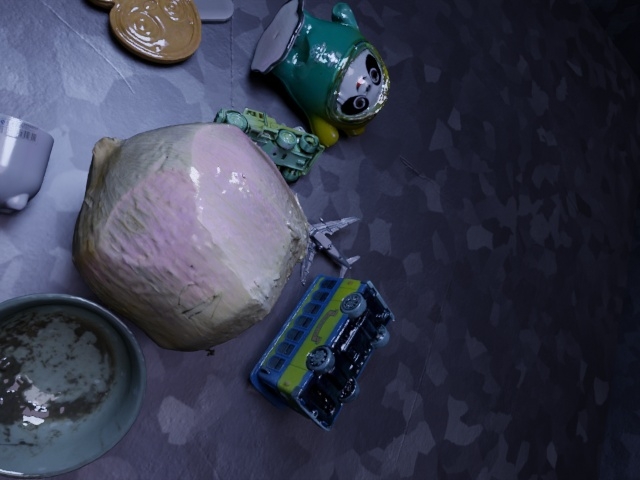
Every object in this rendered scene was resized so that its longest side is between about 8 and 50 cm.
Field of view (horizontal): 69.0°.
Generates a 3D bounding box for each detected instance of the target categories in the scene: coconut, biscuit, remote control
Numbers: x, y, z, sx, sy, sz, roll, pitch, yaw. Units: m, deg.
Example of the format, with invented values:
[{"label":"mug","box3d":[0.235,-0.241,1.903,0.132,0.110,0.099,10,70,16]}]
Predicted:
[{"label":"coconut","box3d":[-0.241,-0.033,0.821,0.404,0.404,0.405,6,79,-32]},{"label":"biscuit","box3d":[-0.381,-0.513,0.990,0.202,0.044,0.289,-47,110,-27]},{"label":"remote control","box3d":[-0.314,-0.542,1.074,0.245,0.022,0.077,-18,94,-33]}]

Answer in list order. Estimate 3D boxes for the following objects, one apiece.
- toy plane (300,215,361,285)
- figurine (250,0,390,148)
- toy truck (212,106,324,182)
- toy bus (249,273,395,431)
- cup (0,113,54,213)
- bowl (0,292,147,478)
[{"label":"toy plane","box3d":[0.002,0.001,1.168,0.226,0.058,0.226,45,77,-19]},{"label":"figurine","box3d":[0.020,-0.415,1.166,0.340,0.231,0.324,27,93,-36]},{"label":"toy truck","box3d":[-0.135,-0.241,1.099,0.259,0.128,0.135,6,53,-31]},{"label":"toy bus","box3d":[0.011,0.239,1.050,0.312,0.190,0.152,-55,128,-27]},{"label":"cup","box3d":[-0.558,-0.129,0.777,0.173,0.134,0.142,15,76,-32]},{"label":"bowl","box3d":[-0.438,0.218,0.771,0.289,0.146,0.289,-2,96,-20]}]
